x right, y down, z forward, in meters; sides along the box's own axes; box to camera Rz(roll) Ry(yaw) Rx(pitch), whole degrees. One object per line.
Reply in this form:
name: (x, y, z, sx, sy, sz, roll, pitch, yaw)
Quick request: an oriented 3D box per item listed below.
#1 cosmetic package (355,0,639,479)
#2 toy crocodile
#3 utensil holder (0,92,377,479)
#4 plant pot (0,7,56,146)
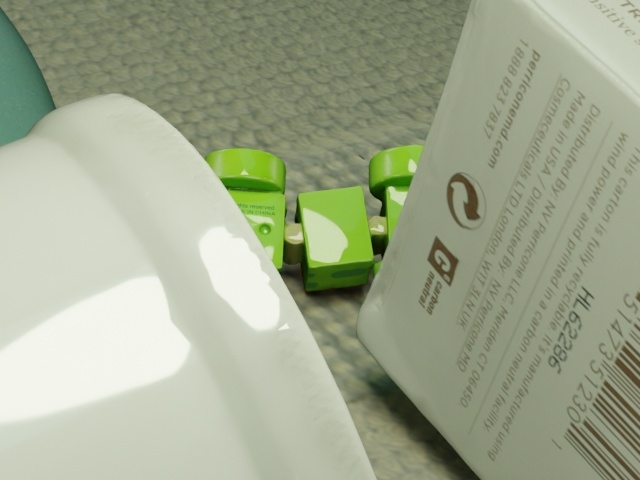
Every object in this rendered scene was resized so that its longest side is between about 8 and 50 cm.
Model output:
cosmetic package: (0.299, 0.005, 1.173, 0.393, 0.329, 0.327, -18, 52, -36)
toy crocodile: (0.000, 0.000, 1.352, 0.340, 0.105, 0.115, 0, 70, -6)
utensil holder: (-0.201, 0.154, 0.735, 0.385, 0.327, 0.327, -23, 43, -18)
plant pot: (-0.296, -0.057, 1.238, 0.271, 0.272, 0.255, -24, 60, -39)
